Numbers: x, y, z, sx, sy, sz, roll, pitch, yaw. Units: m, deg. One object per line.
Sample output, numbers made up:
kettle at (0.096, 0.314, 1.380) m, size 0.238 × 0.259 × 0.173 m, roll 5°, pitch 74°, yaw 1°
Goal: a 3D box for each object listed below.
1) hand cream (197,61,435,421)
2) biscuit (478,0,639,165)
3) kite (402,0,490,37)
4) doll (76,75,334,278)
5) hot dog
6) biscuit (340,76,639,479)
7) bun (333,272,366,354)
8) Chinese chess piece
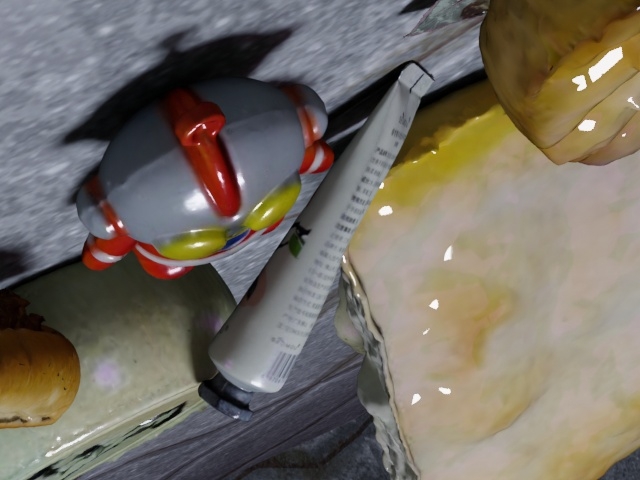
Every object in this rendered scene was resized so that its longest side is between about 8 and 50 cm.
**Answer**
hand cream at (0.000, 0.000, 0.971) m, size 0.234 × 0.050 × 0.080 m, roll -59°, pitch 168°, yaw 5°
biscuit at (0.204, -0.145, 0.766) m, size 0.296 × 0.102 × 0.296 m, roll -27°, pitch 165°, yaw -8°
kite at (0.149, -0.165, 0.819) m, size 0.250 × 0.012 × 0.229 m, roll -29°, pitch 170°, yaw 5°
doll at (-0.055, -0.029, 0.801) m, size 0.142 × 0.076 × 0.245 m, roll -27°, pitch 175°, yaw -8°
hot dog at (-0.203, 0.056, 0.829) m, size 0.102 × 0.076 × 0.249 m, roll 10°, pitch -179°, yaw 24°
biscuit at (0.195, 0.014, 1.189) m, size 0.446 × 0.104 × 0.429 m, roll -32°, pitch 134°, yaw -7°
bun at (0.093, 0.018, 1.326) m, size 0.193 × 0.128 × 0.178 m, roll -15°, pitch 168°, yaw -9°
Chinese chess piece at (-0.167, 0.094, 1.064) m, size 0.250 × 0.101 × 0.250 m, roll -28°, pitch 171°, yaw -5°
